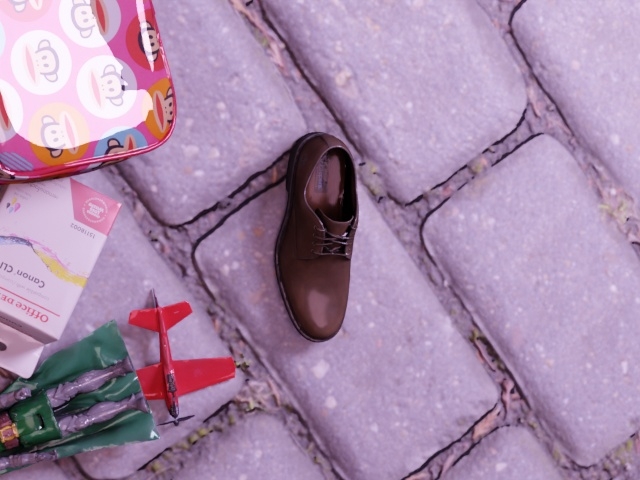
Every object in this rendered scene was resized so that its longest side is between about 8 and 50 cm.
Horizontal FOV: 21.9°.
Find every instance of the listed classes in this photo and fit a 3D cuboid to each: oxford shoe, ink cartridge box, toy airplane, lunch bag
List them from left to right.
[{"bbox_3d":[-0.288,-0.200,1.608,0.258,0.120,0.293,-15,95,-38],"label":"lunch bag"},{"bbox_3d":[-0.297,0.029,1.683,0.115,0.067,0.198,27,74,-15],"label":"ink cartridge box"},{"bbox_3d":[-0.163,0.126,1.769,0.151,0.028,0.151,-1,95,-13],"label":"toy airplane"},{"bbox_3d":[0.000,0.000,1.768,0.083,0.096,0.227,-3,97,-16],"label":"oxford shoe"}]

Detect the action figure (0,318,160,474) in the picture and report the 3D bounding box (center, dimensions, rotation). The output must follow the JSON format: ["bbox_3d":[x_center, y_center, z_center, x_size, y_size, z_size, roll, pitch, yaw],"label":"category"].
[{"bbox_3d":[-0.297,0.188,1.718,0.232,0.063,0.137,-21,95,-5],"label":"action figure"}]
